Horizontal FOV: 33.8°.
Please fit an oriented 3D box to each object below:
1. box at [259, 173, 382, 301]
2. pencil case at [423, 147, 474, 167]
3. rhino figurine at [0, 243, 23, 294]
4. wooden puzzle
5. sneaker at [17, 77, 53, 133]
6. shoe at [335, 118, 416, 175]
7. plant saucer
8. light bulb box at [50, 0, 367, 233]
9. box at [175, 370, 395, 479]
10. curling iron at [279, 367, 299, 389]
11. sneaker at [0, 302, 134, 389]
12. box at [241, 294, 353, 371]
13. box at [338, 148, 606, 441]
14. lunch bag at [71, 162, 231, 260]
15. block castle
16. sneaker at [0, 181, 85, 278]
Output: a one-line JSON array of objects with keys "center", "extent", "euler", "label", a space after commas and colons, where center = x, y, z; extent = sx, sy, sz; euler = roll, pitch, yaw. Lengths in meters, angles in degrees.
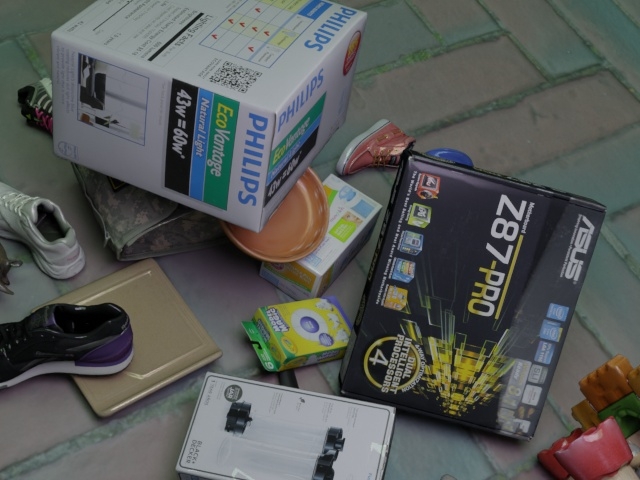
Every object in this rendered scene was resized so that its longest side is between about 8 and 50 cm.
[{"center": [0.000, 0.000, 1.812], "extent": [0.114, 0.103, 0.203], "euler": [33, 52, 11], "label": "box"}, {"center": [0.207, -0.026, 1.875], "extent": [0.133, 0.119, 0.306], "euler": [12, 51, -5], "label": "pencil case"}, {"center": [-0.560, 0.000, 1.681], "extent": [0.243, 0.073, 0.106], "euler": [44, 19, 18], "label": "rhino figurine"}, {"center": [-0.306, 0.151, 1.664], "extent": [0.221, 0.044, 0.238], "euler": [-26, 58, -29], "label": "wooden puzzle"}, {"center": [-0.495, -0.225, 1.889], "extent": [0.075, 0.063, 0.170], "euler": [-18, 54, -26], "label": "sneaker"}, {"center": [0.107, -0.164, 1.991], "extent": [0.081, 0.063, 0.178], "euler": [32, 48, 18], "label": "shoe"}, {"center": [-0.081, -0.055, 1.709], "extent": [0.200, 0.037, 0.200], "euler": [10, 67, -23], "label": "plant saucer"}, {"center": [-0.168, -0.246, 1.636], "extent": [0.361, 0.225, 0.358], "euler": [21, 42, 12], "label": "light bulb box"}, {"center": [-0.046, 0.307, 1.534], "extent": [0.290, 0.087, 0.169], "euler": [9, 54, 8], "label": "box"}, {"center": [-0.029, 0.269, 1.646], "extent": [0.068, 0.035, 0.274], "euler": [3, 48, -33], "label": "curling iron"}, {"center": [-0.420, 0.136, 1.546], "extent": [0.283, 0.124, 0.107], "euler": [-7, 53, -12], "label": "sneaker"}, {"center": [-0.032, 0.149, 1.704], "extent": [0.179, 0.043, 0.105], "euler": [-9, 55, -35], "label": "box"}, {"center": [0.230, 0.087, 1.648], "extent": [0.318, 0.395, 0.097], "euler": [15, 10, -6], "label": "box"}, {"center": [-0.261, -0.106, 1.782], "extent": [0.287, 0.169, 0.235], "euler": [-17, 62, -27], "label": "lunch bag"}, {"center": [0.371, 0.310, 1.446], "extent": [0.303, 0.453, 0.213], "euler": [-25, 73, -28], "label": "block castle"}, {"center": [-0.474, -0.044, 1.719], "extent": [0.232, 0.115, 0.090], "euler": [34, 53, 12], "label": "sneaker"}]
